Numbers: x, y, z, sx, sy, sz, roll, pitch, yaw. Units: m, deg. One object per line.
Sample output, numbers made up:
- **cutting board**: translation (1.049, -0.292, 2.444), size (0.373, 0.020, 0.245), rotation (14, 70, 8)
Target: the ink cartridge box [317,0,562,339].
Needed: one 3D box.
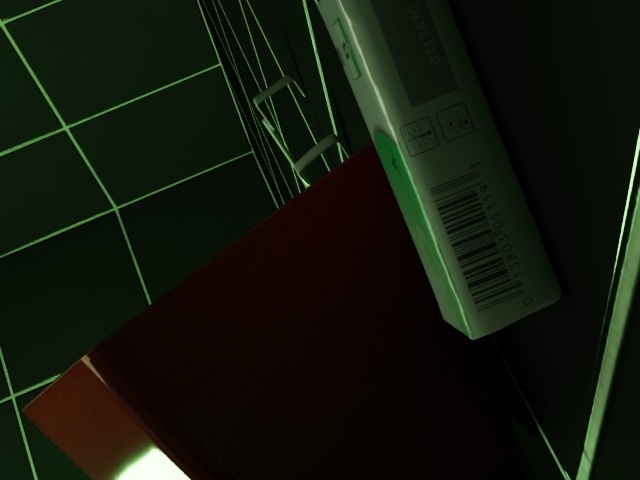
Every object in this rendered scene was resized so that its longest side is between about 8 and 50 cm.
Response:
- **ink cartridge box**: translation (0.050, -0.051, 0.628), size (0.225, 0.056, 0.181), rotation (-160, 47, -83)

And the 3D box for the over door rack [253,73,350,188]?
- **over door rack**: translation (0.000, 0.000, 1.302), size (0.239, 0.108, 0.324), rotation (-120, 8, -61)

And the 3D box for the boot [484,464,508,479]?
- **boot**: translation (0.105, 0.242, 0.996), size (0.236, 0.085, 0.178), rotation (-59, 44, 48)

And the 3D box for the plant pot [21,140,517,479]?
- **plant pot**: translation (-0.021, 0.118, 0.834), size (0.236, 0.267, 0.267), rotation (52, 153, -1)
